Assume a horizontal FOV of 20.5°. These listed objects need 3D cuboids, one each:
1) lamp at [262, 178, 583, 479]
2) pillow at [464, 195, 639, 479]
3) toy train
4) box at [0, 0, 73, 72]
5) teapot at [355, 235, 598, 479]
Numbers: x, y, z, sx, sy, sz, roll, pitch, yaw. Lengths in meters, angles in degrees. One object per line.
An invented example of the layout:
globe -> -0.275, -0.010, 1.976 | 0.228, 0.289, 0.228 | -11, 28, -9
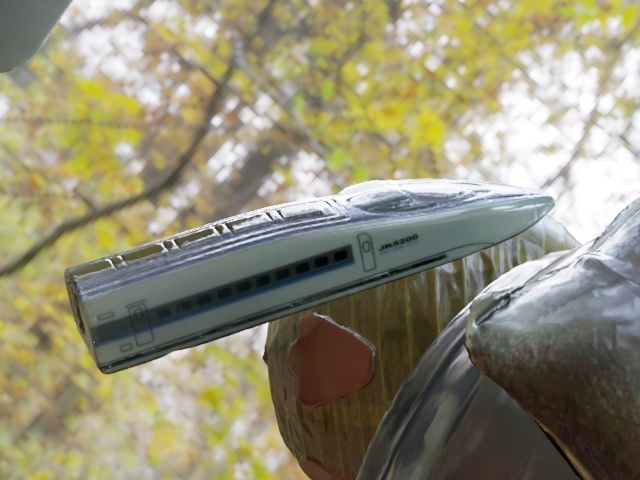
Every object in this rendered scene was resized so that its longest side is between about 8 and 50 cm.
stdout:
lamp -> 0.108, 0.080, 1.166 | 0.284, 0.250, 0.250 | -6, -32, 5
pillow -> 0.104, 0.058, 0.496 | 0.136, 0.091, 0.055 | 61, -7, -1
toy train -> 0.000, 0.001, 0.876 | 0.055, 0.252, 0.048 | -140, -145, -63
box -> -0.248, -0.342, 1.217 | 0.090, 0.367, 0.373 | 31, -4, 40
teapot -> 0.231, 0.134, 0.638 | 0.362, 0.376, 0.305 | 19, -21, 39
